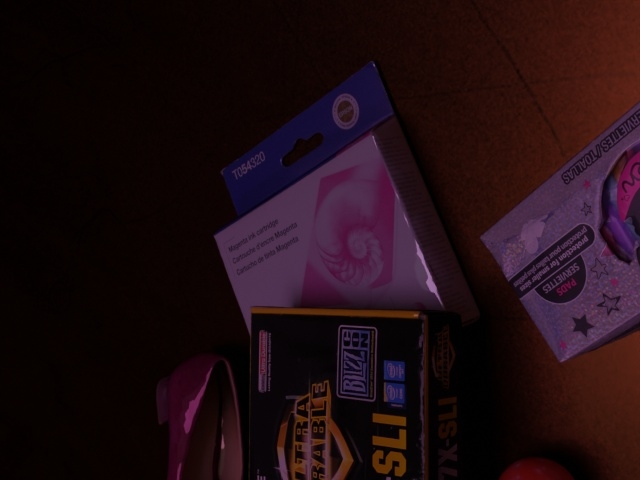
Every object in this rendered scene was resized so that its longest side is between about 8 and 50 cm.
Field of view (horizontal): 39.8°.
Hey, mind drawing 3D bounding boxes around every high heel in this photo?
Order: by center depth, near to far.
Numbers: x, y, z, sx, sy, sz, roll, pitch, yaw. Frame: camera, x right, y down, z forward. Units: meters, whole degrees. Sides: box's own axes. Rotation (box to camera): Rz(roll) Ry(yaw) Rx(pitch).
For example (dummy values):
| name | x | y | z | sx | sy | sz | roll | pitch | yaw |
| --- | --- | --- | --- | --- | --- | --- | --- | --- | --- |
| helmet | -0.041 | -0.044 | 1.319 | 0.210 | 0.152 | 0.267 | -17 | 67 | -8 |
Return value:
| name | x | y | z | sx | sy | sz | roll | pitch | yaw |
| --- | --- | --- | --- | --- | --- | --- | --- | --- | --- |
| high heel | -0.152 | 0.352 | 1.262 | 0.181 | 0.127 | 0.377 | -32 | 73 | 53 |

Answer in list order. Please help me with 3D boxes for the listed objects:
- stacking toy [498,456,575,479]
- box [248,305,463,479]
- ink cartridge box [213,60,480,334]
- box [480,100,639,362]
| name | x | y | z | sx | sy | sz | roll | pitch | yaw |
| --- | --- | --- | --- | --- | --- | --- | --- | --- | --- |
| stacking toy | 0.163 | 0.358 | 0.978 | 0.141 | 0.141 | 0.330 | 49 | 124 | 25 |
| box | 0.032 | 0.235 | 0.981 | 0.257 | 0.079 | 0.322 | -2 | 86 | 40 |
| ink cartridge box | 0.000 | 0.000 | 1.098 | 0.324 | 0.071 | 0.330 | -30 | 79 | 43 |
| box | 0.292 | -0.022 | 0.750 | 0.247 | 0.163 | 0.142 | -46 | 65 | 39 |
